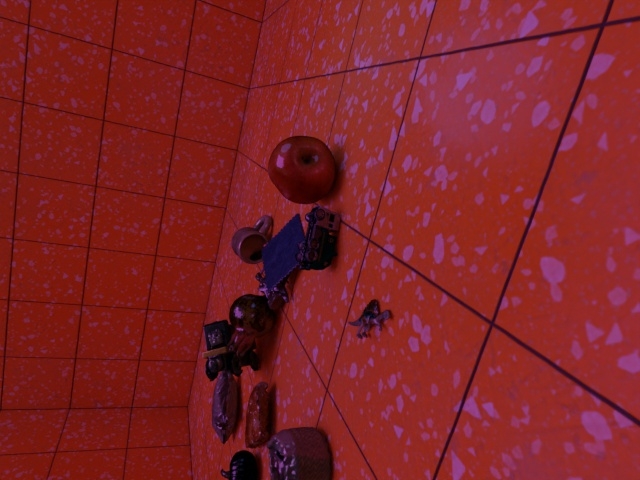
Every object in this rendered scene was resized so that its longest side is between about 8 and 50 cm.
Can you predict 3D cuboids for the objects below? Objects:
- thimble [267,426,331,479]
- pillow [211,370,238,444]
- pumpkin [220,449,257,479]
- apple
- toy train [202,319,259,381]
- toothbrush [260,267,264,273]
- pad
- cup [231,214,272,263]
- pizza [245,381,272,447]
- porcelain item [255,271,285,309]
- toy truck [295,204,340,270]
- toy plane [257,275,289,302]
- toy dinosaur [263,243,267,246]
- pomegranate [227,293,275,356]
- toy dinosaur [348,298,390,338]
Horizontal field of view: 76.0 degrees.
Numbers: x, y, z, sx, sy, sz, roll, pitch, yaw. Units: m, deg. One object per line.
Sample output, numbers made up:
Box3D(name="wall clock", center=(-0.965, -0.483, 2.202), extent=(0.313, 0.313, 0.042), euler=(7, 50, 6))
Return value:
Box3D(name="thimble", center=(-0.071, 0.675, 1.242), extent=(0.219, 0.150, 0.219), euler=(-172, 90, -67))
Box3D(name="pillow", center=(-0.527, 0.918, 2.258), extent=(0.310, 0.138, 0.284), euler=(-105, 24, -47))
Box3D(name="pumpkin", center=(-0.338, 1.016, 1.773), extent=(0.194, 0.150, 0.194), euler=(20, 115, 50))
Box3D(name="apple", center=(-0.071, -0.244, 1.462), extent=(0.241, 0.242, 0.242), euler=(135, 138, -65))
Box3D(name="toy train", center=(-0.414, 0.504, 1.909), extent=(0.397, 0.160, 0.253), euler=(40, -143, -72))
Box3D(name="toothbrush", center=(-0.288, 0.129, 2.123), extent=(0.193, 0.019, 0.013), euler=(122, 147, -47))
Box3D(name="pad", center=(-0.156, 0.049, 1.726), extent=(0.269, 0.012, 0.269), euler=(-45, 38, 23))
Box3D(name="cup", center=(-0.363, -0.017, 2.151), extent=(0.202, 0.173, 0.255), euler=(-154, 73, -65))
Box3D(name="pizza", center=(-0.254, 0.765, 1.729), extent=(0.226, 0.086, 0.336), euler=(35, 116, 60))
Box3D(name="porcelain item", center=(-0.234, 0.208, 1.819), extent=(0.216, 0.069, 0.081), euler=(46, 122, 41))
Box3D(name="toy truck", center=(0.000, 0.000, 1.370), extent=(0.110, 0.116, 0.216), euler=(-12, 63, 65))
Box3D(name="toy plane", center=(-0.176, 0.171, 1.733), extent=(0.226, 0.058, 0.226), euler=(-39, 44, 16))
Box3D(name="toy dinosaur", center=(-0.232, 0.143, 1.945), extent=(0.139, 0.070, 0.286), euler=(109, 148, -52))
Box3D(name="pomegranate", center=(-0.301, 0.367, 1.811), extent=(0.222, 0.203, 0.277), euler=(75, -177, -48))
Box3D(name="toy dinosaur", center=(0.126, 0.204, 1.096), extent=(0.187, 0.044, 0.106), euler=(-146, 80, -79))
